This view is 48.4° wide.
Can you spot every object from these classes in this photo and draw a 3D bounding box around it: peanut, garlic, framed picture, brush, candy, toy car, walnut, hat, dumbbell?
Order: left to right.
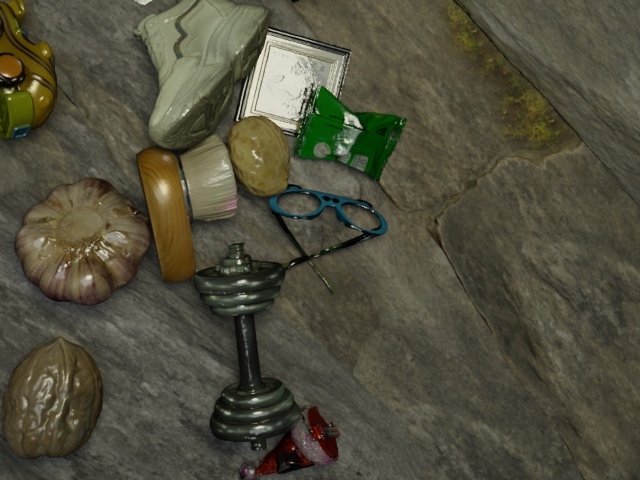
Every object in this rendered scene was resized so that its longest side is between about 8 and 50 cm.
[{"bbox_3d":[-0.542,-0.307,1.255,0.142,0.200,0.247,-25,91,-34],"label":"toy car"},{"bbox_3d":[-0.498,0.293,1.333,0.178,0.178,0.230,7,91,-9],"label":"walnut"},{"bbox_3d":[-0.434,0.011,1.312,0.245,0.160,0.244,5,60,-8],"label":"garlic"},{"bbox_3d":[-0.241,-0.056,1.335,0.166,0.174,0.266,-11,111,-16],"label":"brush"},{"bbox_3d":[-0.139,0.206,1.363,0.179,0.179,0.405,-6,97,-8],"label":"dumbbell"},{"bbox_3d":[-0.113,-0.159,1.348,0.109,0.140,0.159,-18,100,37],"label":"peanut"},{"bbox_3d":[-0.069,0.431,1.436,0.227,0.140,0.128,-32,90,9],"label":"hat"},{"bbox_3d":[-0.054,-0.307,1.403,0.195,0.010,0.199,13,94,-10],"label":"framed picture"},{"bbox_3d":[0.057,-0.209,1.393,0.203,0.078,0.141,15,89,-14],"label":"candy"}]

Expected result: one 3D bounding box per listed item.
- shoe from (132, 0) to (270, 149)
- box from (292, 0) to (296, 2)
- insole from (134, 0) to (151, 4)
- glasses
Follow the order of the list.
[{"bbox_3d":[-0.250,-0.320,1.282,0.211,0.132,0.342,24,64,6],"label":"shoe"},{"bbox_3d":[-0.047,-0.591,1.244,0.116,0.261,0.278,-27,99,-7],"label":"box"},{"bbox_3d":[-0.393,-0.512,1.333,0.197,0.004,0.065,32,91,-10],"label":"insole"},{"bbox_3d":[0.006,0.005,1.400,0.239,0.102,0.206,9,95,-10],"label":"glasses"}]
